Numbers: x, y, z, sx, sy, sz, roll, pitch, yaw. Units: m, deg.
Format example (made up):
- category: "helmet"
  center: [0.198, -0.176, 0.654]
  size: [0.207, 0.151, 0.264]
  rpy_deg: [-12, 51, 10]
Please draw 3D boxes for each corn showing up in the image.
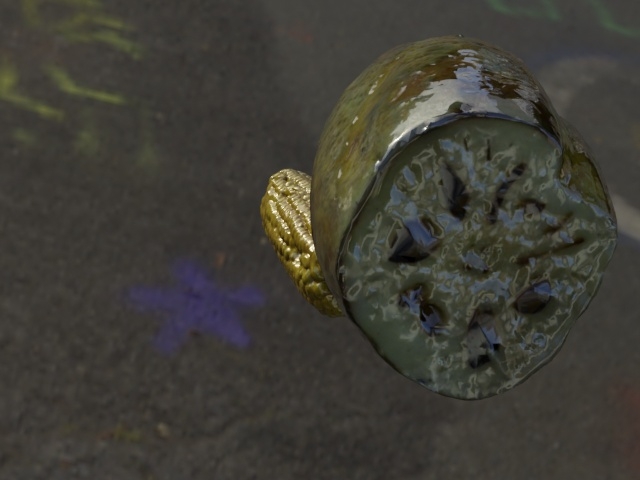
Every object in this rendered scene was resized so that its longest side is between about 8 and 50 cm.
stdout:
- category: "corn"
  center: [0.000, 0.000, 1.642]
  size: [0.097, 0.097, 0.262]
  rpy_deg: [4, 20, -22]

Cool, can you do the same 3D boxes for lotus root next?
- category: "lotus root"
  center: [0.108, -0.041, 1.378]
  size: [0.250, 0.250, 0.346]
  rpy_deg: [16, 19, -3]
